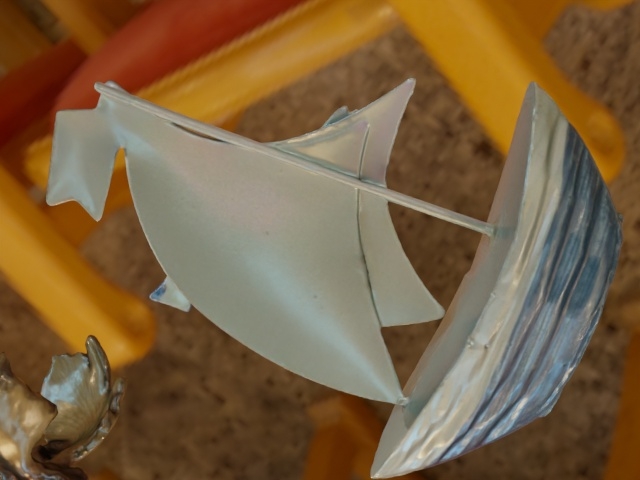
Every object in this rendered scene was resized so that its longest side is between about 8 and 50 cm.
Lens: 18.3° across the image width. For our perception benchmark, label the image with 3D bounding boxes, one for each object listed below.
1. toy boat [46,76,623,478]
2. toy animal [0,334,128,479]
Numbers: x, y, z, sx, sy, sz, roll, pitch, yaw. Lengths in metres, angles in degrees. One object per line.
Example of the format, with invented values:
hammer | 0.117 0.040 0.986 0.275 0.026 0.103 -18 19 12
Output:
toy boat | 0.005 0.011 0.512 0.149 0.034 0.105 -2 100 -4
toy animal | -0.170 0.148 0.930 0.094 0.214 0.186 132 117 -72
